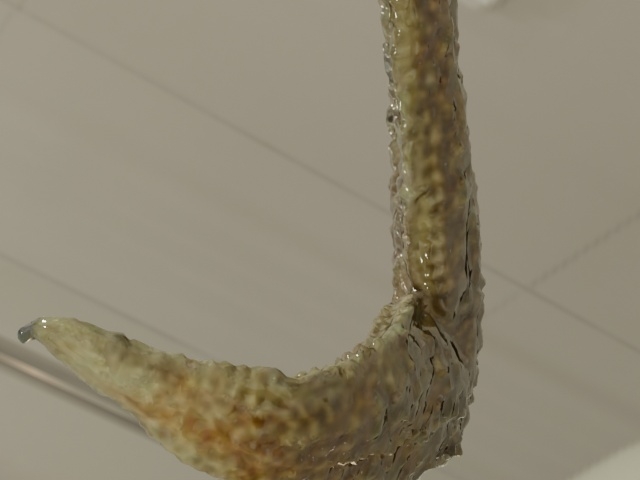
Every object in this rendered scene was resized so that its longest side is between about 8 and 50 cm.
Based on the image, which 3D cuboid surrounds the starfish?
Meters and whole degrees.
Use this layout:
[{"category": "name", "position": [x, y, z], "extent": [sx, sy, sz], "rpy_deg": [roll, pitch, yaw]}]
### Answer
[{"category": "starfish", "position": [0.011, 0.001, 0.787], "extent": [0.398, 0.132, 0.384], "rpy_deg": [-15, -74, -74]}]
